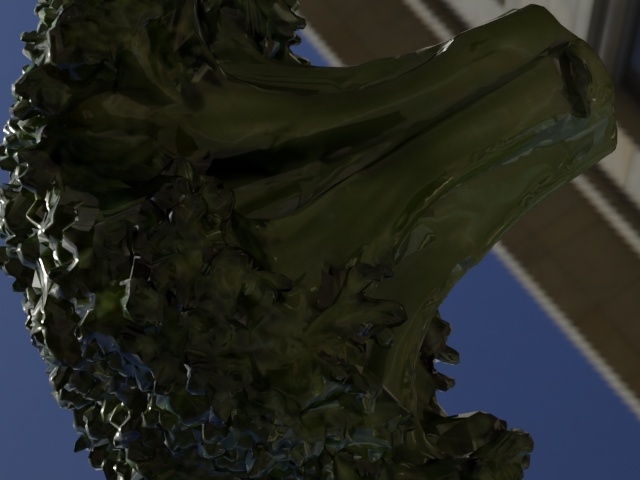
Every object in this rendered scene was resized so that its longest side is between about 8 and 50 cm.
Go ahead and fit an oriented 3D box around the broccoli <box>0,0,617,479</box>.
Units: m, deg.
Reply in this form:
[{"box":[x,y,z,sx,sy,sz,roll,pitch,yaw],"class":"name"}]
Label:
[{"box":[-0.017,0.005,0.806,0.235,0.288,0.260,-3,-150,50],"class":"broccoli"}]
